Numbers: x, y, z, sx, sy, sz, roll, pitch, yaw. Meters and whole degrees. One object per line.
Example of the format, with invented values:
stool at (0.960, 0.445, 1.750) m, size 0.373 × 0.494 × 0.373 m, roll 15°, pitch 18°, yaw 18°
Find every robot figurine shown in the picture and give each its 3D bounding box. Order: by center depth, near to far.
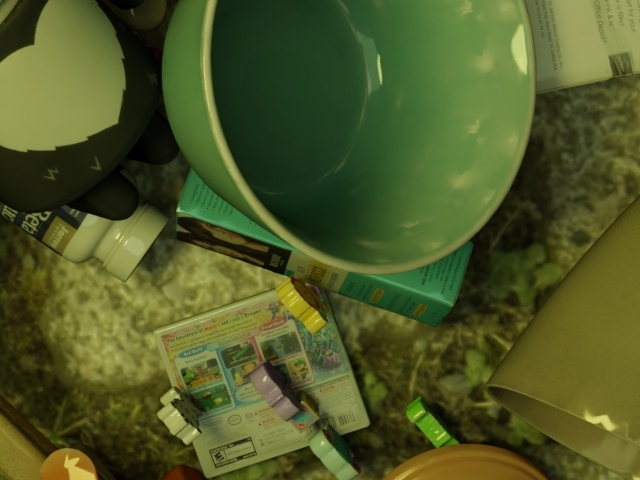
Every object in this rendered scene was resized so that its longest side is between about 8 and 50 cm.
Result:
robot figurine at (-0.233, -0.132, 1.359) m, size 0.173 × 0.209 × 0.278 m, roll -25°, pitch 127°, yaw 28°

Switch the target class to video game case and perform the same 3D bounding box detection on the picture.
video game case at (-0.051, 0.121, 1.573) m, size 0.157 × 0.019 × 0.143 m, roll -19°, pitch 97°, yaw 5°

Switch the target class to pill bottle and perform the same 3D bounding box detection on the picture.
pill bottle at (-0.217, -0.040, 1.517) m, size 0.169 × 0.094 × 0.094 m, roll 35°, pitch 98°, yaw -3°

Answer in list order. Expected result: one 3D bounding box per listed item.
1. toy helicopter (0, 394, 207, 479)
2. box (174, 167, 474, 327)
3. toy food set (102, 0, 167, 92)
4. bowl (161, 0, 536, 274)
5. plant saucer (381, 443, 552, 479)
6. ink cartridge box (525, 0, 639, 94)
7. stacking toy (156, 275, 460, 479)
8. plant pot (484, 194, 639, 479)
toy helicopter at (-0.217, 0.212, 1.458) m, size 0.140 × 0.235 × 0.355 m, roll -41°, pitch 107°, yaw 7°
box at (0.000, 0.000, 1.506) m, size 0.244 × 0.100 × 0.060 m, roll 19°, pitch 76°, yaw -1°
toy food set at (-0.106, -0.171, 1.511) m, size 0.232 × 0.104 × 0.111 m, roll 38°, pitch 84°, yaw -21°
bowl at (0.002, -0.129, 1.380) m, size 0.311 × 0.163 × 0.312 m, roll 0°, pitch 89°, yaw -35°
plant saucer at (0.127, 0.275, 1.557) m, size 0.200 × 0.037 × 0.200 m, roll -2°, pitch 110°, yaw -6°
ink cartridge box at (0.218, -0.212, 1.478) m, size 0.219 × 0.092 × 0.160 m, roll -10°, pitch 98°, yaw 3°
stacking toy at (-0.011, 0.158, 1.535) m, size 0.167 × 0.052 × 0.221 m, roll -41°, pitch 105°, yaw 12°
plant pot at (0.309, 0.060, 1.456) m, size 0.256 × 0.256 × 0.274 m, roll 28°, pitch 83°, yaw -2°
